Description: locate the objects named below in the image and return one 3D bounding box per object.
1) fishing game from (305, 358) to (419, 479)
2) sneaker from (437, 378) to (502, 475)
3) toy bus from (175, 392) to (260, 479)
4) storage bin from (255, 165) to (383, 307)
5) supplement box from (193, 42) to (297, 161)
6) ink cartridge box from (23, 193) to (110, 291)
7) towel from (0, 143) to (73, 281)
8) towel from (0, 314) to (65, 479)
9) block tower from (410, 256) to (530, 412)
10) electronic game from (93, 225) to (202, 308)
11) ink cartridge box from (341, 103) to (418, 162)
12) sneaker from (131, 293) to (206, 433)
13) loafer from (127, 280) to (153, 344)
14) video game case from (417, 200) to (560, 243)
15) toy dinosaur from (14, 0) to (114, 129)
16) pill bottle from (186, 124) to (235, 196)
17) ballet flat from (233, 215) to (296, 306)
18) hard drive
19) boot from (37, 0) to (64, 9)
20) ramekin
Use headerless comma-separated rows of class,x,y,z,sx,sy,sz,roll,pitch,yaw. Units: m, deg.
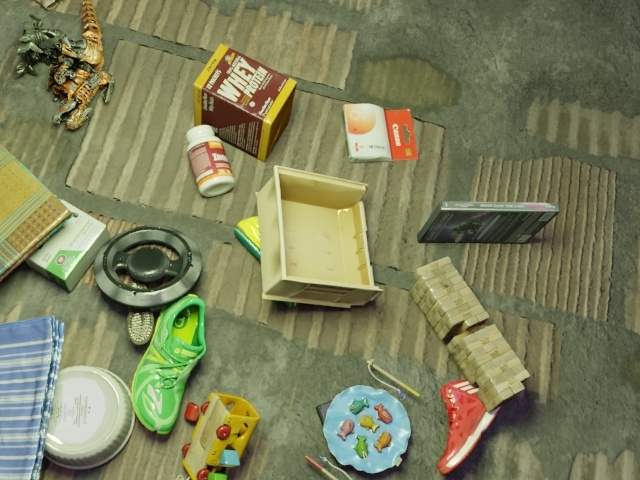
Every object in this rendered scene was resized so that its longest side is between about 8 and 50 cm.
fishing game,0.100,0.397,1.594,0.189,0.041,0.264,37,69,8
sneaker,0.288,0.393,1.639,0.128,0.087,0.221,38,56,14
toy bus,-0.200,0.412,1.526,0.104,0.202,0.191,18,57,-35
storage bin,0.000,0.000,1.656,0.260,0.123,0.262,8,61,-28
supplement box,-0.178,-0.314,1.750,0.194,0.191,0.129,27,68,2
ink cartridge box,-0.586,-0.013,1.630,0.208,0.087,0.153,30,68,4
towel,-0.720,-0.064,1.580,0.370,0.040,0.271,37,74,25
towel,-0.608,0.317,1.460,0.243,0.040,0.336,-10,66,30
block tower,0.323,0.203,1.665,0.091,0.097,0.335,-20,66,-23
electronic game,-0.371,0.053,1.632,0.229,0.048,0.229,3,47,-3
ink cartridge box,0.149,-0.266,1.866,0.179,0.045,0.145,-5,72,-8
sneaker,-0.307,0.245,1.555,0.109,0.123,0.295,20,68,-25
loafer,-0.383,0.158,1.610,0.056,0.050,0.148,-2,59,-10
video game case,0.380,-0.039,1.737,0.274,0.196,0.026,1,68,-9
toy dinosaur,-0.588,-0.419,1.773,0.218,0.164,0.322,14,49,-19
pill bottle,-0.258,-0.185,1.746,0.086,0.086,0.152,-16,74,-15
ballet flat,-0.102,0.039,1.698,0.077,0.077,0.231,-33,76,-21
hard drive,0.058,0.402,1.618,0.094,0.022,0.135,-18,74,-15
boot,-0.690,-0.601,1.853,0.118,0.042,0.087,-33,81,-18
ramekin,-0.477,0.346,1.506,0.207,0.109,0.207,3,70,-8
